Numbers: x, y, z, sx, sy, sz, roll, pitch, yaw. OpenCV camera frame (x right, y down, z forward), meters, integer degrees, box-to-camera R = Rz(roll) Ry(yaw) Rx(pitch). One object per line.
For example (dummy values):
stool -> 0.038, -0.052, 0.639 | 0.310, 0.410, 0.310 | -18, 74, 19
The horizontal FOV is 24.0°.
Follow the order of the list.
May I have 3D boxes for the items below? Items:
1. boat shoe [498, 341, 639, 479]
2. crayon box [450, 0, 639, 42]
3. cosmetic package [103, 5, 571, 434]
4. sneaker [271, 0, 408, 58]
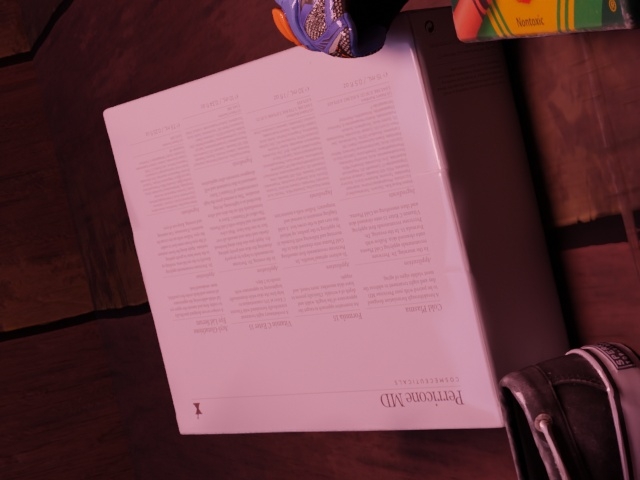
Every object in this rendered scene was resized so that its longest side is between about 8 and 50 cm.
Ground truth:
boat shoe -> 0.175, 0.224, 0.978 | 0.113, 0.105, 0.306 | -152, 51, -66
crayon box -> 0.123, -0.272, 0.816 | 0.202, 0.081, 0.318 | -167, 65, -70
cosmetic package -> 0.000, 0.000, 1.147 | 0.377, 0.097, 0.284 | -9, 93, 49
sneaker -> 0.057, -0.207, 0.956 | 0.087, 0.083, 0.221 | 46, 113, 48
